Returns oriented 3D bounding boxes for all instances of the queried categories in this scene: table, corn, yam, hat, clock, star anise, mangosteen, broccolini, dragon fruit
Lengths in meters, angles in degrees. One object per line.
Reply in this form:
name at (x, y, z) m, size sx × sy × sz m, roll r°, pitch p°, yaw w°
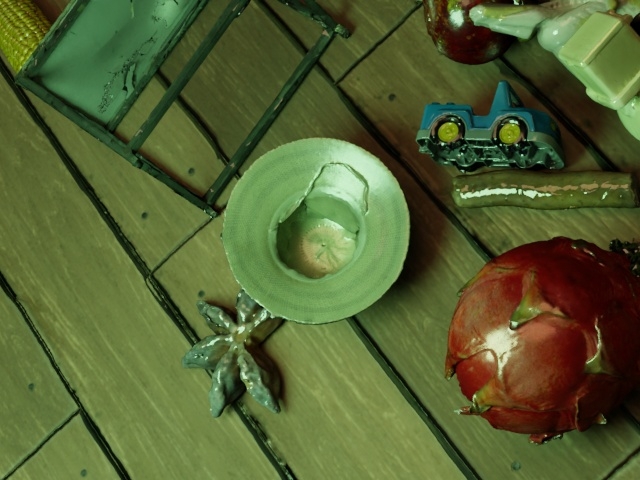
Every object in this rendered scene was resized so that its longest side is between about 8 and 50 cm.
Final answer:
table at (-0.192, -0.259, 1.970) m, size 0.272 × 0.222 × 0.335 m, roll 35°, pitch 90°, yaw 33°
corn at (-0.461, -0.322, 2.201) m, size 0.091 × 0.091 × 0.260 m, roll -31°, pitch 55°, yaw -7°
yam at (0.283, -0.062, 1.766) m, size 0.241 × 0.057 × 0.056 m, roll 1°, pitch 72°, yaw 24°
hat at (0.000, 0.000, 1.843) m, size 0.252 × 0.110 × 0.252 m, roll -2°, pitch 76°, yaw 8°
clock at (0.477, -0.279, 1.631) m, size 0.379 × 0.276 × 0.120 m, roll -52°, pitch 26°, yaw 1°
star anise at (-0.115, 0.136, 1.879) m, size 0.172 × 0.063 × 0.208 m, roll 6°, pitch 75°, yaw 29°
mangosteen at (0.224, -0.301, 1.842) m, size 0.181 × 0.145 × 0.156 m, roll 3°, pitch 35°, yaw -13°
broccolini at (0.457, -0.023, 1.665) m, size 0.254 × 0.057 × 0.071 m, roll -34°, pitch 103°, yaw 15°
dragon fruit at (0.267, 0.109, 1.612) m, size 0.252 × 0.241 × 0.241 m, roll -13°, pitch 66°, yaw 35°

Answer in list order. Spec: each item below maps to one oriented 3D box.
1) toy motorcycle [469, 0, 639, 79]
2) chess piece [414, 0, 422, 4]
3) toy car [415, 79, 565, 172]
toy motorcycle at (0.354, -0.278, 1.726) m, size 0.341 × 0.108 × 0.222 m, roll 12°, pitch 85°, yaw -7°
chess piece at (0.107, -0.436, 1.842) m, size 0.137 × 0.301 × 0.137 m, roll -9°, pitch 67°, yaw 21°
toy car at (0.220, -0.145, 1.798) m, size 0.191 × 0.097 × 0.100 m, roll 5°, pitch 73°, yaw 27°
